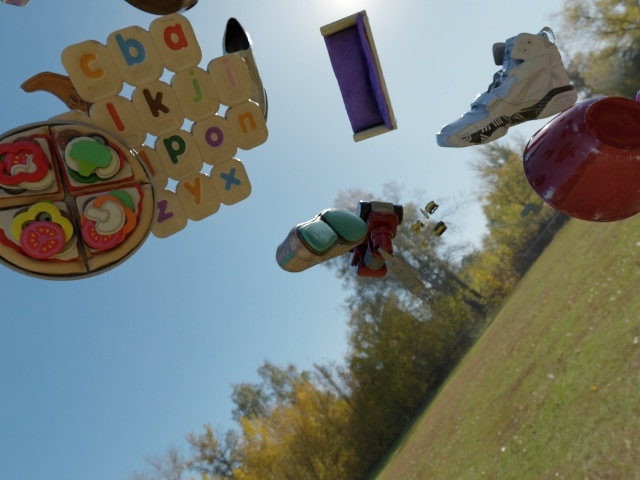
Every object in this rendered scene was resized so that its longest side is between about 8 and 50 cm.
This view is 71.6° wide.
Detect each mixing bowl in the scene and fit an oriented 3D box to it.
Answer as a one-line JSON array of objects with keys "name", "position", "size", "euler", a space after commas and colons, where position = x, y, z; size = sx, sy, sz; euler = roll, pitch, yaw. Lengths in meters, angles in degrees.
[{"name": "mixing bowl", "position": [0.383, -0.127, 0.599], "size": [0.181, 0.181, 0.098], "euler": [-45, -22, -16]}]

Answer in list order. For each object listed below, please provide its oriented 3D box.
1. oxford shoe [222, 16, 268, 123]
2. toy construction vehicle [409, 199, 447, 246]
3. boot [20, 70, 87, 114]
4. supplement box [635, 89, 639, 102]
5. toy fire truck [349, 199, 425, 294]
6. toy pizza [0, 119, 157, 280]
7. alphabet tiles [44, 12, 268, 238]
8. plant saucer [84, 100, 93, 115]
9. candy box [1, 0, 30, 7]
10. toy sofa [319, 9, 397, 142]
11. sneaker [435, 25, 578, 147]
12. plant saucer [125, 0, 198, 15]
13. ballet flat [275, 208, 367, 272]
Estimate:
[{"name": "oxford shoe", "position": [-0.278, -0.577, 1.545], "size": [0.141, 0.396, 0.146], "euler": [-16, -10, -2]}, {"name": "toy construction vehicle", "position": [0.272, -0.044, 1.130], "size": [0.035, 0.085, 0.098], "euler": [11, -52, -49]}, {"name": "boot", "position": [-0.726, -0.409, 1.268], "size": [0.197, 0.073, 0.152], "euler": [-21, -67, -6]}, {"name": "supplement box", "position": [0.791, -0.325, 0.943], "size": [0.220, 0.114, 0.111], "euler": [-42, -37, -5]}, {"name": "toy fire truck", "position": [0.169, 0.045, 1.187], "size": [0.217, 0.159, 0.246], "euler": [104, 169, -50]}, {"name": "toy pizza", "position": [-0.296, -0.053, 0.519], "size": [0.201, 0.201, 0.032], "euler": [-39, 4, -30]}, {"name": "alphabet tiles", "position": [-0.215, -0.153, 0.631], "size": [0.284, 0.021, 0.277], "euler": [-30, -58, -20]}, {"name": "plant saucer", "position": [-0.516, -0.302, 1.024], "size": [0.029, 0.168, 0.168], "euler": [-10, -37, -18]}, {"name": "candy box", "position": [-0.644, -0.620, 0.911], "size": [0.165, 0.196, 0.070], "euler": [-32, 15, 13]}, {"name": "toy sofa", "position": [0.124, -0.503, 1.386], "size": [0.150, 0.362, 0.177], "euler": [-15, 18, 16]}, {"name": "sneaker", "position": [0.434, -0.370, 1.088], "size": [0.366, 0.210, 0.137], "euler": [-22, 15, -2]}, {"name": "plant saucer", "position": [-0.332, -0.500, 0.851], "size": [0.198, 0.199, 0.036], "euler": [57, -142, -68]}, {"name": "ballet flat", "position": [0.000, 0.000, 0.941], "size": [0.106, 0.107, 0.316], "euler": [-44, -13, 25]}]
